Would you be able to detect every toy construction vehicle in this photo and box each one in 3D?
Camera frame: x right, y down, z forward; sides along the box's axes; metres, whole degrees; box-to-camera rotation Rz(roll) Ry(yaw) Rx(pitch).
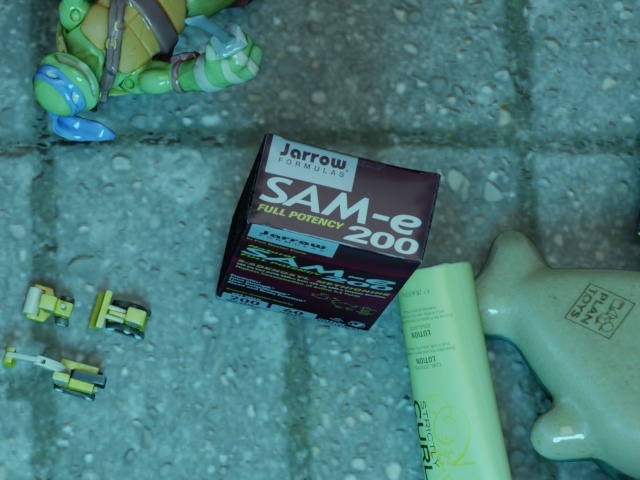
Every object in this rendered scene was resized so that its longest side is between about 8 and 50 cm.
[{"bbox_3d":[-0.189,0.075,1.536,0.098,0.035,0.085,19,73,-3],"label":"toy construction vehicle"}]

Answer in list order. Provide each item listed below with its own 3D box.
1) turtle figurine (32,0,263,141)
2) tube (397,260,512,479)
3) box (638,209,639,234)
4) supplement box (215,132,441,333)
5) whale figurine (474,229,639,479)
[{"bbox_3d":[-0.110,-0.217,1.522,0.198,0.274,0.266,22,48,22],"label":"turtle figurine"},{"bbox_3d":[0.106,0.137,1.518,0.062,0.070,0.240,-9,88,-7],"label":"tube"},{"bbox_3d":[0.298,-0.075,1.610,0.059,0.054,0.169,14,51,-4],"label":"box"},{"bbox_3d":[0.000,0.000,1.478,0.130,0.239,0.073,13,73,-4],"label":"supplement box"},{"bbox_3d":[0.233,0.099,1.560,0.272,0.141,0.216,27,64,24],"label":"whale figurine"}]
